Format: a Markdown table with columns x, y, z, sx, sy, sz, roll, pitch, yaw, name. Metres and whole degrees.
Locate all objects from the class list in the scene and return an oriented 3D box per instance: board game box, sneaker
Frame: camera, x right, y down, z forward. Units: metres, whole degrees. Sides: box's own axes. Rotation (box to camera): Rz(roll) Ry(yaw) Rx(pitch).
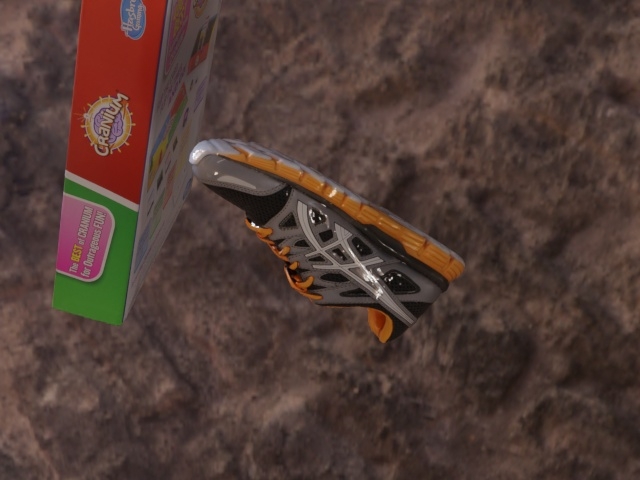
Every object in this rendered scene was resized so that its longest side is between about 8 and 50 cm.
| x | y | z | sx | sy | sz | roll | pitch | yaw | name |
| --- | --- | --- | --- | --- | --- | --- | --- | --- | --- |
| -0.149 | -0.123 | 0.993 | 0.064 | 0.316 | 0.242 | 15 | -147 | 1 | board game box |
| 0.000 | 0.000 | 0.783 | 0.215 | 0.083 | 0.084 | 30 | -175 | -23 | sneaker |
